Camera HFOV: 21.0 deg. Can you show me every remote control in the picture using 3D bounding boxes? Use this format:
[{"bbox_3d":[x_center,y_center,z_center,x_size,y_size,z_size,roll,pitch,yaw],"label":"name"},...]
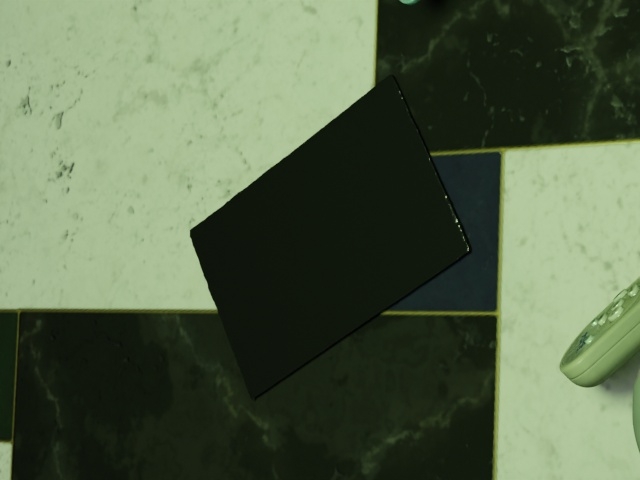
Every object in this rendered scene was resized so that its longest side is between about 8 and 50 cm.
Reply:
[{"bbox_3d":[0.280,0.043,1.408,0.042,0.078,0.221,44,116,-2],"label":"remote control"}]

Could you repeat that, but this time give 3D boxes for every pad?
[{"bbox_3d":[0.000,0.000,1.686,0.300,0.005,0.202,-37,63,31],"label":"pad"}]

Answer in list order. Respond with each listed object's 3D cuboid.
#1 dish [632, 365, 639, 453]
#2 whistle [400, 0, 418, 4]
[{"bbox_3d":[0.344,0.143,1.316,0.256,0.117,0.256,-5,81,38],"label":"dish"},{"bbox_3d":[0.137,-0.337,1.558,0.186,0.093,0.274,37,105,36],"label":"whistle"}]
